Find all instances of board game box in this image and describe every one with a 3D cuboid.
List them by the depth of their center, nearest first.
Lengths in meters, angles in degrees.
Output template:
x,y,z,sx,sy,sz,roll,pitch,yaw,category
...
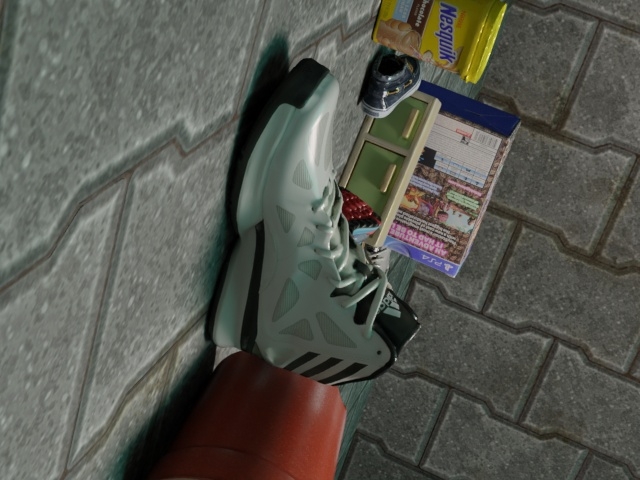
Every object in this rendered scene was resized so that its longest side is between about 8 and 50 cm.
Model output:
x,y,z,sx,sy,sz,roll,pitch,yaw,category
0.205,-0.121,2.143,0.141,0.232,0.291,-47,158,-63,board game box

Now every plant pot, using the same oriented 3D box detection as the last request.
x,y,z,sx,sy,sz,roll,pitch,yaw,category
-0.092,0.305,1.548,0.265,0.272,0.272,-67,173,-47,plant pot

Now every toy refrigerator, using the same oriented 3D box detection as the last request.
x,y,z,sx,sy,sz,roll,pitch,yaw,category
0.105,-0.131,1.976,0.094,0.102,0.270,1,113,-79,toy refrigerator

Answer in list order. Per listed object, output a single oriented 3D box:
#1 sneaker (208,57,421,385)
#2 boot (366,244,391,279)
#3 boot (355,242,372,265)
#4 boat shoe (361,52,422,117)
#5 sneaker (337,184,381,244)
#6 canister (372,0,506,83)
x,y,z,sx,sy,sz,roll,pitch,yaw,category
0.025,0.001,1.419,0.169,0.257,0.448,-55,164,-48,sneaker
0.092,0.055,2.396,0.258,0.095,0.123,-64,168,-66,boot
0.031,0.061,2.141,0.137,0.076,0.198,-55,152,-32,boot
0.126,-0.273,1.873,0.183,0.065,0.083,-54,165,-47,boat shoe
0.000,0.000,1.749,0.125,0.104,0.262,-53,173,27,sneaker
0.173,-0.320,1.719,0.073,0.170,0.126,-52,162,-54,canister
